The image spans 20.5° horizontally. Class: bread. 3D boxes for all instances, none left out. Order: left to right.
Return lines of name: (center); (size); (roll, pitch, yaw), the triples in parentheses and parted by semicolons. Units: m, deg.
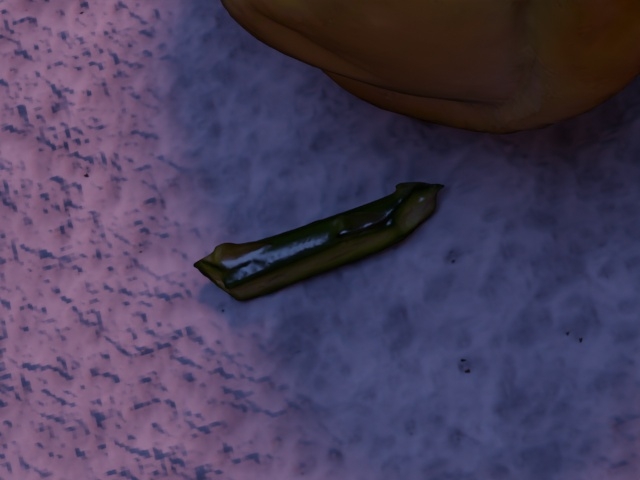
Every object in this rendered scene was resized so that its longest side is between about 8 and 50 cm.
bread: (0.063, -0.175, 0.627); (0.211, 0.316, 0.270); (7, 90, -23)

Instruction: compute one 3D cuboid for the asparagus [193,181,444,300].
asparagus: (0.000, 0.000, 0.717); (0.108, 0.025, 0.021); (-20, 60, 10)
